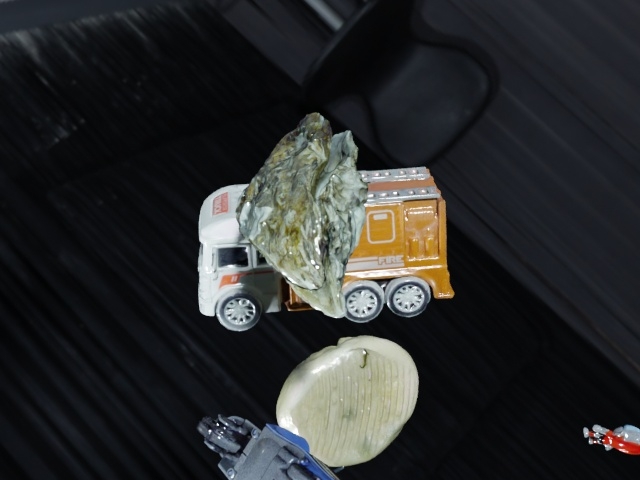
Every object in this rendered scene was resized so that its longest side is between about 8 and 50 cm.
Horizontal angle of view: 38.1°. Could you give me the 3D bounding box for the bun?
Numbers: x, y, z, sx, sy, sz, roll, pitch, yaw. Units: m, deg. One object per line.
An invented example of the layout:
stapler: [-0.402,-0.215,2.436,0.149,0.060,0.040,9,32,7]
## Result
bun: [0.040,0.251,1.488,0.237,0.210,0.116,-12,-163,-14]

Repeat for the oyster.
oyster: [-0.016,-0.034,1.121,0.351,0.158,0.162,-103,-147,-54]

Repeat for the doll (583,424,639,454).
doll: [0.429,0.280,1.304,0.114,0.057,0.039,-1,-156,38]

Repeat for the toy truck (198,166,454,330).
toy truck: [0.000,0.000,1.424,0.173,0.387,0.207,-102,-172,-63]

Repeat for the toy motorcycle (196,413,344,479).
toy motorcycle: [-0.030,0.346,1.269,0.212,0.358,0.125,35,86,-38]
